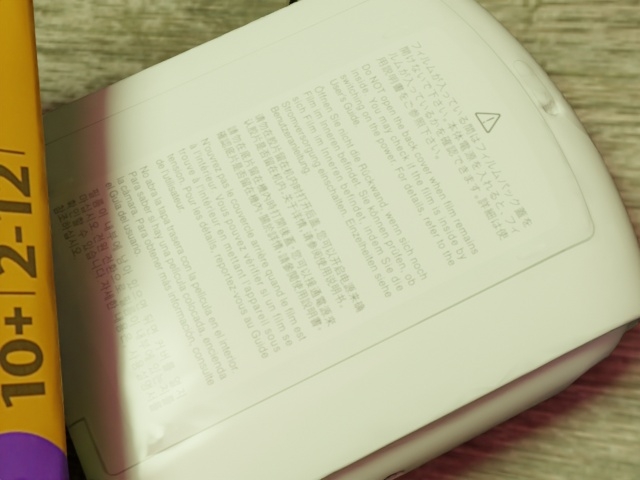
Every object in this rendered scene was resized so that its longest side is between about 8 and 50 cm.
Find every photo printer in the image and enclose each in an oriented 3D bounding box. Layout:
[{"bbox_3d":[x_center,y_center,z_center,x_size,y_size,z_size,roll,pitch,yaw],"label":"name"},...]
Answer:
[{"bbox_3d":[0.000,0.000,0.450,0.307,0.107,0.256,-26,71,-6],"label":"photo printer"}]

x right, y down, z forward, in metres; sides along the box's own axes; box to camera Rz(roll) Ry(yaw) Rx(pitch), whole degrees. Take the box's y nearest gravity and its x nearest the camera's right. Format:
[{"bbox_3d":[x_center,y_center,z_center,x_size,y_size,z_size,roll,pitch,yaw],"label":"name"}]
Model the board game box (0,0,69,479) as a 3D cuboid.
[{"bbox_3d":[-0.355,0.019,0.352,0.356,0.356,0.357,-26,67,45],"label":"board game box"}]
